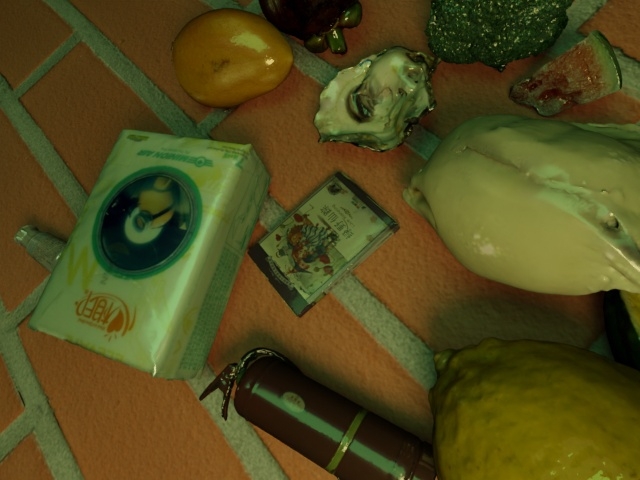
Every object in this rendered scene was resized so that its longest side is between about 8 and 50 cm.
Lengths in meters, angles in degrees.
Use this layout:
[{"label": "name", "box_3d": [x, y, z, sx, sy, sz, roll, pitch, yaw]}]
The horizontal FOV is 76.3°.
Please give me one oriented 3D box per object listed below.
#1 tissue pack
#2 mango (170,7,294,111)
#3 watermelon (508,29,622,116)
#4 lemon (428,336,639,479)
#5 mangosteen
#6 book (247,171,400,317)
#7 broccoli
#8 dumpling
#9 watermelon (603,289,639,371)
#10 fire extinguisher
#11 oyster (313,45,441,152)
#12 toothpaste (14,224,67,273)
[{"label": "tissue pack", "box_3d": [-0.284, 0.011, 0.716, 0.288, 0.162, 0.387, 12, 74, 19]}, {"label": "mango", "box_3d": [-0.173, -0.376, 0.831, 0.257, 0.138, 0.187, -3, 85, 25]}, {"label": "watermelon", "box_3d": [0.398, -0.255, 0.643, 0.159, 0.121, 0.097, -21, 88, 13]}, {"label": "lemon", "box_3d": [0.264, 0.253, 0.417, 0.316, 0.285, 0.285, 2, 70, 40]}, {"label": "mangosteen", "box_3d": [-0.020, -0.487, 0.807, 0.216, 0.216, 0.215, -5, 70, 15]}, {"label": "book", "box_3d": [0.000, 0.000, 0.711, 0.231, 0.026, 0.157, -42, 65, -1]}, {"label": "broccoli", "box_3d": [0.297, -0.446, 0.686, 0.254, 0.269, 0.268, 8, 73, 9]}, {"label": "dumpling", "box_3d": [0.309, -0.079, 0.528, 0.316, 0.233, 0.395, -38, 32, -11]}, {"label": "watermelon", "box_3d": [0.438, 0.153, 0.470, 0.129, 0.123, 0.301, -38, 59, 5]}, {"label": "fire extinguisher", "box_3d": [-0.016, 0.264, 0.575, 0.342, 0.105, 0.141, 22, 77, 20]}, {"label": "oyster", "box_3d": [0.100, -0.249, 0.740, 0.223, 0.083, 0.214, 4, 69, 21]}, {"label": "toothpaste", "box_3d": [-0.533, 0.041, 0.843, 0.234, 0.057, 0.089, 28, 82, 17]}]
